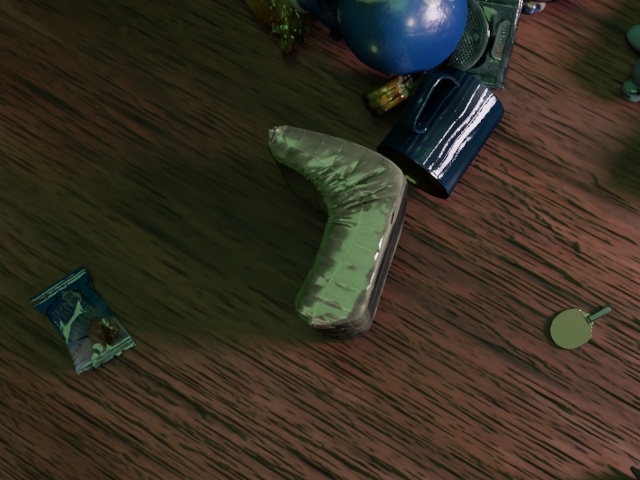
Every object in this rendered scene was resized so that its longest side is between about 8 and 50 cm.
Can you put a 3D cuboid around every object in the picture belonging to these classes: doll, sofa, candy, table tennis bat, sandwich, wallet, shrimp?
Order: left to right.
[{"bbox_3d":[-0.326,0.112,1.219,0.088,0.038,0.136,-34,84,-14],"label":"candy"},{"bbox_3d":[-0.066,-0.354,1.266,0.115,0.051,0.217,-11,76,9],"label":"shrimp"},{"bbox_3d":[0.000,0.000,1.109,0.176,0.210,0.226,17,83,9],"label":"sofa"},{"bbox_3d":[0.075,-0.313,1.150,0.257,0.215,0.161,32,122,38],"label":"doll"},{"bbox_3d":[0.101,-0.201,1.186,0.093,0.105,0.036,-31,99,6],"label":"sandwich"},{"bbox_3d":[0.216,-0.272,1.196,0.088,0.026,0.129,14,110,13],"label":"wallet"},{"bbox_3d":[0.335,0.107,1.145,0.083,0.007,0.050,-28,76,3],"label":"table tennis bat"},{"bbox_3d":[0.466,-0.260,1.175,0.120,0.075,0.180,-11,51,43],"label":"doll"}]

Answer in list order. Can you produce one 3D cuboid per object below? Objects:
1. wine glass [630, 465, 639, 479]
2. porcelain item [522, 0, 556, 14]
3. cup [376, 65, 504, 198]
[{"bbox_3d":[0.348,0.349,1.067,0.155,0.073,0.073,-44,77,-6],"label":"wine glass"},{"bbox_3d":[0.226,-0.408,1.170,0.287,0.186,0.138,14,80,9],"label":"porcelain item"},{"bbox_3d":[0.159,-0.145,1.146,0.113,0.150,0.138,36,84,3],"label":"cup"}]
